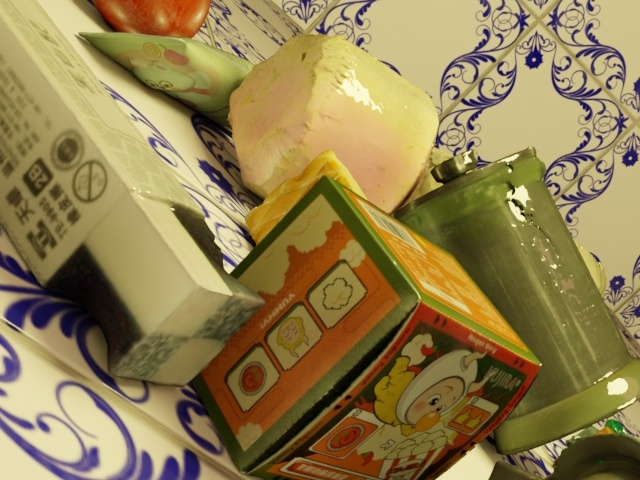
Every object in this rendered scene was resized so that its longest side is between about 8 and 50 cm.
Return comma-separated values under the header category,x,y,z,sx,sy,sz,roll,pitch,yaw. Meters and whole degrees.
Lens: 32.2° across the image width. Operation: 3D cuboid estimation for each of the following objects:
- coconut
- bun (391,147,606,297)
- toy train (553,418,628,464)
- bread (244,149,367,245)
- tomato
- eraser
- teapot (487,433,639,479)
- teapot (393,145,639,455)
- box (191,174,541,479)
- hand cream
category,x,y,z,sx,sy,sz,roll,pitch,yaw
coconut,0.022,-0.120,1.358,0.245,0.233,0.233,33,17,-35
bun,0.214,0.031,1.552,0.359,0.211,0.360,37,3,-3
toy train,0.397,0.324,1.464,0.227,0.091,0.136,38,24,-32
bread,-0.001,0.000,1.143,0.068,0.125,0.188,44,11,-36
tomato,-0.223,-0.335,1.438,0.167,0.167,0.167,42,13,-12
eraser,-0.198,-0.077,0.809,0.404,0.098,0.096,51,14,25
teapot,0.304,0.271,1.057,0.285,0.223,0.305,29,22,-31
teapot,0.200,0.066,1.284,0.337,0.270,0.200,65,-17,5
box,0.030,0.087,0.835,0.195,0.177,0.148,29,19,-51
hand cream,-0.153,-0.212,1.388,0.147,0.093,0.306,9,-6,27
